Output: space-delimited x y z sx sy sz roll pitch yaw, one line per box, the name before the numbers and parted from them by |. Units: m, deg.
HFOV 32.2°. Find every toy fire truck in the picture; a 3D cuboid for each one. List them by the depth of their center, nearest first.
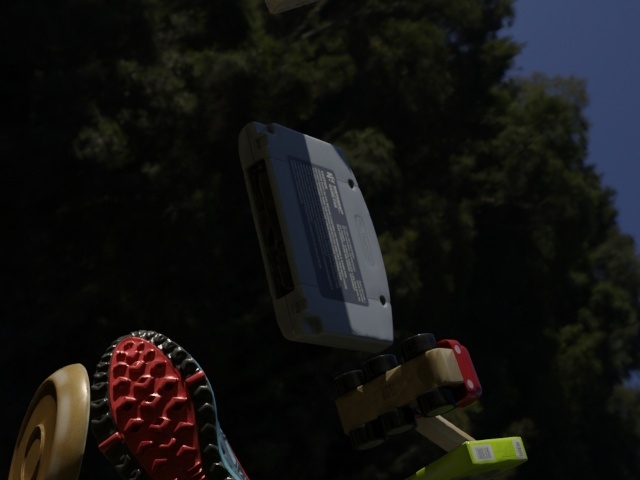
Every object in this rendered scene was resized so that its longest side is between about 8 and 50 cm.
toy fire truck | 0.179 0.264 1.768 0.217 0.246 0.158 -33 -117 32

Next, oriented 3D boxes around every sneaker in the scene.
sneaker | -0.117 0.203 0.950 0.261 0.104 0.125 61 -13 16

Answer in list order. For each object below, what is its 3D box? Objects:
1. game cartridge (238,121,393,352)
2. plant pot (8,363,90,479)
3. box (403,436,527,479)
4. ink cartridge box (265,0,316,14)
game cartridge | 0.000 0.000 1.425 0.062 0.198 0.297 -28 -117 28
plant pot | -0.328 0.258 1.308 0.236 0.032 0.236 -42 -141 48
box | 0.219 0.352 1.700 0.178 0.109 0.042 -45 -128 48
ink cartridge box | -0.047 -0.405 1.581 0.135 0.099 0.056 66 -25 -1
